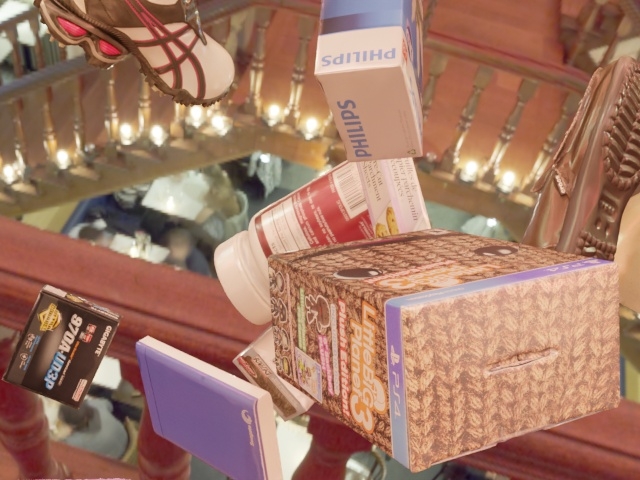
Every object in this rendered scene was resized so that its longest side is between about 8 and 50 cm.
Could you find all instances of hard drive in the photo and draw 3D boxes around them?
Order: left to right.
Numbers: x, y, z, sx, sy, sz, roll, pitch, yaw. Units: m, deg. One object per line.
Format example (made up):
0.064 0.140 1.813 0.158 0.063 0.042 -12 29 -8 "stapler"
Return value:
-0.202 0.310 1.372 0.318 0.210 0.040 15 32 39 "hard drive"

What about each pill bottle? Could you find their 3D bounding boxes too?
0.000 0.000 1.540 0.392 0.224 0.224 -29 52 16 "pill bottle"

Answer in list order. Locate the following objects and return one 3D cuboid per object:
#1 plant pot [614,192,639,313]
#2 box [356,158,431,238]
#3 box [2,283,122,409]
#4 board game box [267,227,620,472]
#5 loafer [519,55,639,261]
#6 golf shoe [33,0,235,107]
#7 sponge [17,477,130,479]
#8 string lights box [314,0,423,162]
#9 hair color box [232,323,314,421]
0.580 0.016 1.258 0.284 0.191 0.284 22 16 -7 "plant pot"
0.122 -0.007 1.138 0.063 0.067 0.324 -6 77 -33 "box"
-0.547 0.226 1.640 0.175 0.220 0.051 25 9 -12 "box"
0.108 0.086 0.785 0.232 0.141 0.291 -9 11 -25 "board game box"
0.346 -0.086 1.052 0.130 0.134 0.366 10 73 50 "loafer"
-0.155 -0.218 0.786 0.105 0.120 0.273 57 20 20 "golf shoe"
-0.321 0.313 0.842 0.210 0.031 0.117 0 29 -3 "sponge"
0.053 -0.219 0.736 0.076 0.133 0.260 -3 61 14 "string lights box"
-0.006 0.221 1.799 0.185 0.113 0.374 49 50 -1 "hair color box"
